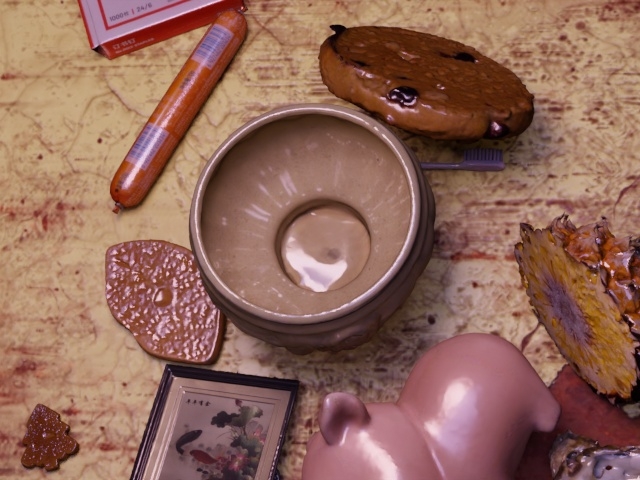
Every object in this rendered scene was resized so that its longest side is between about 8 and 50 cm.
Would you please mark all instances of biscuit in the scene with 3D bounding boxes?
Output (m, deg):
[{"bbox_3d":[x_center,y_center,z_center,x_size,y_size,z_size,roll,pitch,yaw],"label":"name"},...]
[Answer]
[{"bbox_3d":[-0.206,0.078,1.748,0.221,0.029,0.142,41,84,19],"label":"biscuit"},{"bbox_3d":[-0.363,0.260,1.721,0.082,0.016,0.092,-22,69,7],"label":"biscuit"},{"bbox_3d":[0.135,-0.198,1.686,0.296,0.296,0.075,24,119,15],"label":"biscuit"}]

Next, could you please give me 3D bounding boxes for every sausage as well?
[{"bbox_3d":[-0.198,-0.186,1.819,0.053,0.053,0.347,27,78,16],"label":"sausage"}]

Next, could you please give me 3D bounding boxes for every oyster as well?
[{"bbox_3d":[0.365,0.346,1.548,0.214,0.083,0.222,9,79,15],"label":"oyster"}]

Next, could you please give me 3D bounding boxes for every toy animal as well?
[{"bbox_3d":[0.125,0.249,1.555,0.269,0.237,0.326,25,73,6],"label":"toy animal"}]

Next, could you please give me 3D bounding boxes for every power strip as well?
[{"bbox_3d":[-0.177,0.345,1.655,0.268,0.034,0.092,-24,70,0],"label":"power strip"}]

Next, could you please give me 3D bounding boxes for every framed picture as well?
[{"bbox_3d":[-0.138,0.255,1.661,0.195,0.010,0.199,5,61,19],"label":"framed picture"}]

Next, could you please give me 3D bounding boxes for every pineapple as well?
[{"bbox_3d":[0.418,0.030,1.586,0.272,0.262,0.262,-29,70,-15],"label":"pineapple"}]

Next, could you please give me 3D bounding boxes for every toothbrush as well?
[{"bbox_3d":[0.072,-0.111,1.769,0.354,0.024,0.029,1,67,9],"label":"toothbrush"}]

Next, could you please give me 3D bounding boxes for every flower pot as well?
[{"bbox_3d":[0.000,0.000,1.631,0.308,0.244,0.307,-3,73,9],"label":"flower pot"}]

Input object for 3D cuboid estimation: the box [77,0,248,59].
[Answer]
[{"bbox_3d":[-0.232,-0.355,1.880,0.229,0.050,0.122,-19,70,2],"label":"box"}]
